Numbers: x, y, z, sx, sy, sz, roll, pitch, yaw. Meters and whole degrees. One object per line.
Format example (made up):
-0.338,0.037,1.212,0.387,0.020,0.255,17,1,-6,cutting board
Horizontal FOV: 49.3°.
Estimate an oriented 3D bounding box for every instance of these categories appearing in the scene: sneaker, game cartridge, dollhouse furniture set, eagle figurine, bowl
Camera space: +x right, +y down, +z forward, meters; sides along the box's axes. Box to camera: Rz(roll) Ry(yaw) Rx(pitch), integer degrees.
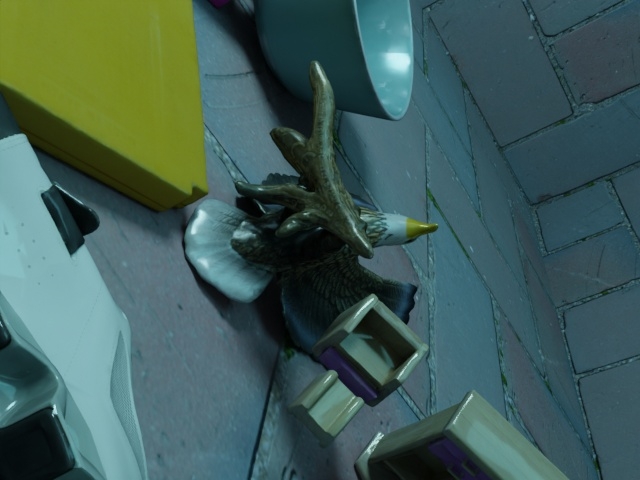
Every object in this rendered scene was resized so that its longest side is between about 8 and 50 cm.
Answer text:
-0.177,0.021,0.363,0.146,0.123,0.330,45,23,-78,sneaker
-0.209,-0.205,0.586,0.285,0.053,0.323,34,40,-52,game cartridge
0.022,0.269,0.590,0.286,0.198,0.303,44,56,2,dollhouse furniture set
0.011,0.003,0.734,0.226,0.225,0.298,-61,172,-15,eagle figurine
0.017,-0.313,0.973,0.311,0.163,0.311,-3,90,-68,bowl

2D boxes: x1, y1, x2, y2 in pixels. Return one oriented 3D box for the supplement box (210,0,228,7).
-0.151,-0.406,0.826,0.220,0.111,0.113,36,37,-49,supplement box
